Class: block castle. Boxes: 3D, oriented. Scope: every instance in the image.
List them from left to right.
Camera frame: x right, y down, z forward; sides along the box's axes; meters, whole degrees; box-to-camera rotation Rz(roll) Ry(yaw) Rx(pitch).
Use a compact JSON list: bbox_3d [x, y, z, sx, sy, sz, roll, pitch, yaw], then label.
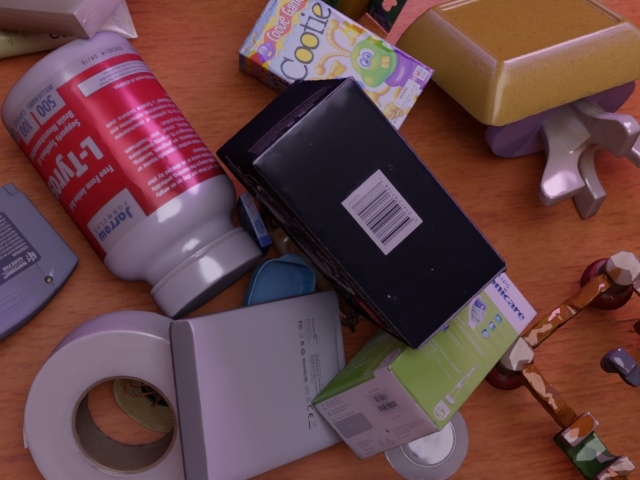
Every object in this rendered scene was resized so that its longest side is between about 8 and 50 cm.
[{"bbox_3d":[0.496,0.261,1.924,0.303,0.213,0.453,-38,79,-5],"label":"block castle"}]

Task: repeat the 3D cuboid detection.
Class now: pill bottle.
[{"bbox_3d":[-0.274,-0.090,1.855,0.229,0.229,0.407,-35,84,-17],"label":"pill bottle"}]

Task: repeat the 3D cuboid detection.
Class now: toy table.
[{"bbox_3d":[0.425,-0.160,2.014,0.274,0.252,0.160,-27,65,-8],"label":"toy table"}]

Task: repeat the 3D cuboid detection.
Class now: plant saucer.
[{"bbox_3d":[0.333,-0.331,2.002,0.333,0.081,0.332,-20,38,-15],"label":"plant saucer"}]

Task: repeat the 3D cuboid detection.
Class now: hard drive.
[{"bbox_3d":[-0.076,0.205,1.770,0.353,0.047,0.232,-8,93,-57],"label":"hard drive"}]

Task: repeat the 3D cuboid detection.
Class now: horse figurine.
[{"bbox_3d":[0.000,0.000,1.950,0.263,0.066,0.174,36,97,-12],"label":"horse figurine"}]

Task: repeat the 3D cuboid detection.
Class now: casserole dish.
[{"bbox_3d":[-0.074,0.106,1.903,0.114,0.037,0.188,10,99,-36],"label":"casserole dish"}]

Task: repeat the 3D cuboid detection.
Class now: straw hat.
[{"bbox_3d":[-0.234,0.216,1.868,0.145,0.144,0.061,17,32,-6],"label":"straw hat"}]

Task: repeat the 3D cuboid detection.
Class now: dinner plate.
[{"bbox_3d":[0.166,0.309,1.946,0.141,0.017,0.141,2,76,-9],"label":"dinner plate"}]

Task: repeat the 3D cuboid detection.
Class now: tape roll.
[{"bbox_3d":[-0.274,0.247,1.773,0.286,0.100,0.286,0,104,0],"label":"tape roll"}]

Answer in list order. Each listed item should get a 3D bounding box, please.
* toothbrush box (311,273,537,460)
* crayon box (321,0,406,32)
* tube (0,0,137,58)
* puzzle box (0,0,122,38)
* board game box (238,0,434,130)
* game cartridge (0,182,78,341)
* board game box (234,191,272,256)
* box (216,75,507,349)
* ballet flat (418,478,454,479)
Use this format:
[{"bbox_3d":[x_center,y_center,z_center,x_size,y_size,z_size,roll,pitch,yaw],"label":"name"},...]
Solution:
[{"bbox_3d":[0.154,0.172,1.828,0.122,0.206,0.283,52,52,-4],"label":"toothbrush box"},{"bbox_3d":[-0.006,-0.464,2.014,0.323,0.203,0.083,45,73,3],"label":"crayon box"},{"bbox_3d":[-0.420,-0.342,1.985,0.240,0.062,0.070,-14,118,-18],"label":"tube"},{"bbox_3d":[-0.339,-0.476,1.920,0.272,0.052,0.409,13,57,38],"label":"puzzle box"},{"bbox_3d":[0.021,-0.273,1.990,0.275,0.144,0.142,32,86,-1],"label":"board game box"},{"bbox_3d":[-0.514,0.060,1.829,0.294,0.060,0.196,-37,78,-32],"label":"game cartridge"},{"bbox_3d":[-0.106,-0.022,1.941,0.020,0.090,0.090,-21,80,-14],"label":"board game box"},{"bbox_3d":[0.047,-0.048,1.759,0.179,0.312,0.343,-42,103,-5],"label":"box"},{"bbox_3d":[0.039,0.427,1.833,0.409,0.147,0.146,-2,76,-9],"label":"ballet flat"}]
